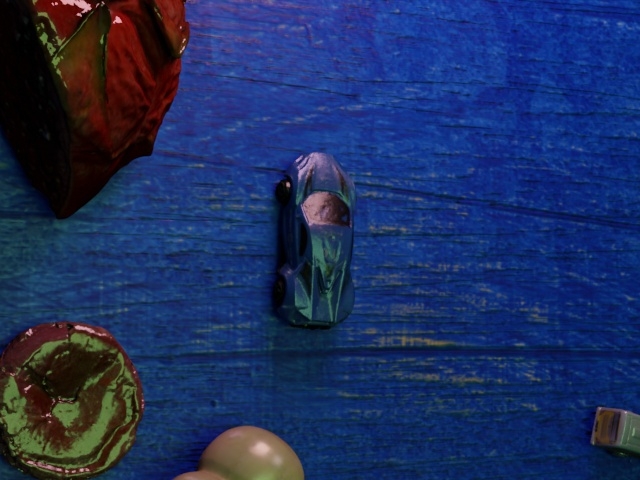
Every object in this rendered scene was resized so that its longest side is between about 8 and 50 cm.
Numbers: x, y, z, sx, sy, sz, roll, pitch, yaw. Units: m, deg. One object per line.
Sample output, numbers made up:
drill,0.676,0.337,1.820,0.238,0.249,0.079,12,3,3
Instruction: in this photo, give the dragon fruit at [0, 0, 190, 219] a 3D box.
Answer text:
dragon fruit,-0.258,-0.247,1.613,0.240,0.302,0.330,26,53,8

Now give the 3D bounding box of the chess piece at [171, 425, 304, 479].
chess piece,-0.139,0.331,1.640,0.299,0.167,0.167,-47,108,-31

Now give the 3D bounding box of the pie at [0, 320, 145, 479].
pie,-0.279,0.176,1.621,0.182,0.049,0.182,1,87,-24

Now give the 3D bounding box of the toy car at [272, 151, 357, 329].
toy car,0.000,0.000,1.782,0.103,0.063,0.216,6,83,-28

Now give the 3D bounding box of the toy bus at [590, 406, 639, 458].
toy bus,0.455,0.272,2.008,0.190,0.075,0.064,18,77,-26
